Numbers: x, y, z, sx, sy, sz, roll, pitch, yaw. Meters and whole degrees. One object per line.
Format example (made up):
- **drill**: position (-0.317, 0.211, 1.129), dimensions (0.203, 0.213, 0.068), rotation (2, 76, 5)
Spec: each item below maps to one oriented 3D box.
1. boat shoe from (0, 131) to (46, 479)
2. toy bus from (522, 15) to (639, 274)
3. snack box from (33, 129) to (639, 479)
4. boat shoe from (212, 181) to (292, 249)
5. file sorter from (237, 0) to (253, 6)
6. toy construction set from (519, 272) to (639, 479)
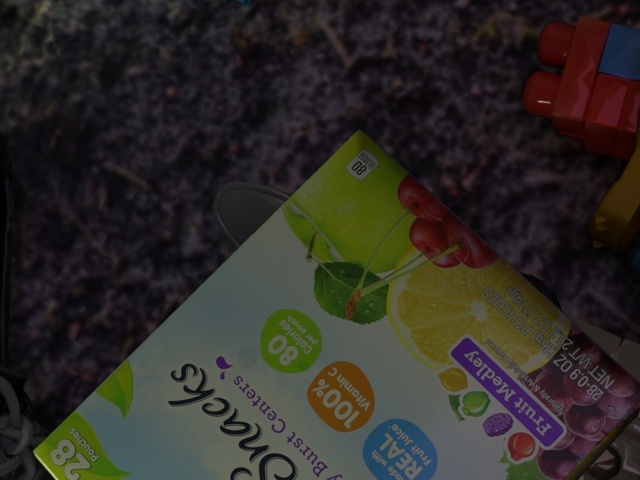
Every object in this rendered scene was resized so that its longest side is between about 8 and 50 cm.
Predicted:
- **boat shoe**: position (-0.195, 0.089, 0.664), dimensions (0.105, 0.113, 0.306), rotation (-6, 70, 9)
- **toy bus**: position (0.212, -0.040, 0.710), dimensions (0.211, 0.149, 0.220), rotation (11, 81, 12)
- **snack box**: position (0.009, 0.085, 0.575), dimensions (0.174, 0.070, 0.207), rotation (43, 86, 18)
- **boat shoe**: position (0.000, 0.000, 0.732), dimensions (0.125, 0.038, 0.046), rotation (23, 111, 4)
- **file sorter**: position (-0.067, -0.227, 0.703), dimensions (0.118, 0.170, 0.104), rotation (25, 76, 1)
- **toy construction set**: position (0.100, 0.140, 0.654), dimensions (0.327, 0.151, 0.215), rotation (28, 79, 1)
